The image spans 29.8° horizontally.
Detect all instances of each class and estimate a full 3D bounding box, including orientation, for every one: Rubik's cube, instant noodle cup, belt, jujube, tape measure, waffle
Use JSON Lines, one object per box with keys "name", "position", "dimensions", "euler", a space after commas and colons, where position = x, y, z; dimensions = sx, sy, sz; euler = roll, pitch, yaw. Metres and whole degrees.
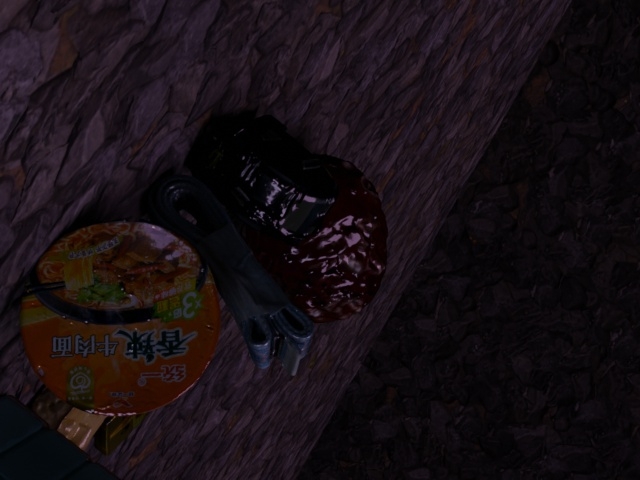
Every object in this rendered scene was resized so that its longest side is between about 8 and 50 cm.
{"name": "Rubik's cube", "position": [-0.396, 0.361, 1.441], "dimensions": [0.221, 0.225, 0.231], "euler": [-62, 165, 24]}
{"name": "instant noodle cup", "position": [-0.231, 0.103, 1.450], "dimensions": [0.230, 0.230, 0.182], "euler": [-53, 175, -11]}
{"name": "belt", "position": [-0.117, 0.042, 1.504], "dimensions": [0.087, 0.302, 0.072], "euler": [-27, 155, -28]}
{"name": "jujube", "position": [0.000, 0.000, 1.947], "dimensions": [0.258, 0.258, 0.376], "euler": [-52, 171, -13]}
{"name": "tape measure", "position": [-0.062, -0.086, 1.618], "dimensions": [0.112, 0.186, 0.199], "euler": [-53, 168, 24]}
{"name": "waffle", "position": [-0.310, 0.188, 1.681], "dimensions": [0.274, 0.057, 0.168], "euler": [-54, 167, -9]}

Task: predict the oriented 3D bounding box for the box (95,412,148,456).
{"name": "box", "position": [-0.292, 0.251, 1.949], "dimensions": [0.193, 0.030, 0.121], "euler": [-48, 164, -32]}
